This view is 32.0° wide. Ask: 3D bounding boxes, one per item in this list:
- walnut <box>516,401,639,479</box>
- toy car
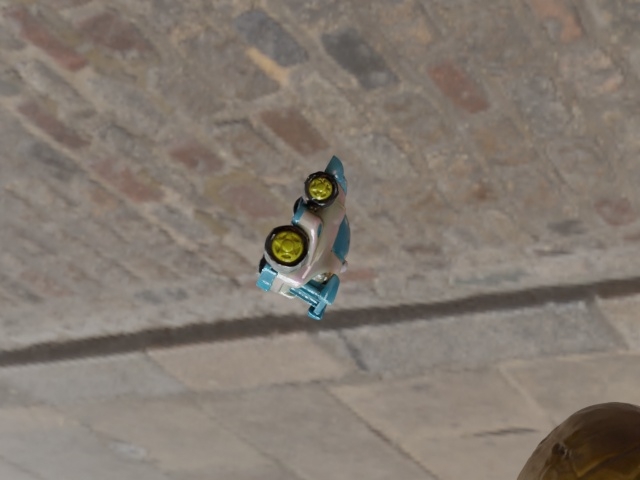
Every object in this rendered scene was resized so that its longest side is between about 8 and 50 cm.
[{"bbox_3d":[0.286,0.260,1.143,0.167,0.167,0.207,25,120,-23],"label":"walnut"},{"bbox_3d":[0.000,0.000,1.227,0.098,0.161,0.126,33,161,0],"label":"toy car"}]
